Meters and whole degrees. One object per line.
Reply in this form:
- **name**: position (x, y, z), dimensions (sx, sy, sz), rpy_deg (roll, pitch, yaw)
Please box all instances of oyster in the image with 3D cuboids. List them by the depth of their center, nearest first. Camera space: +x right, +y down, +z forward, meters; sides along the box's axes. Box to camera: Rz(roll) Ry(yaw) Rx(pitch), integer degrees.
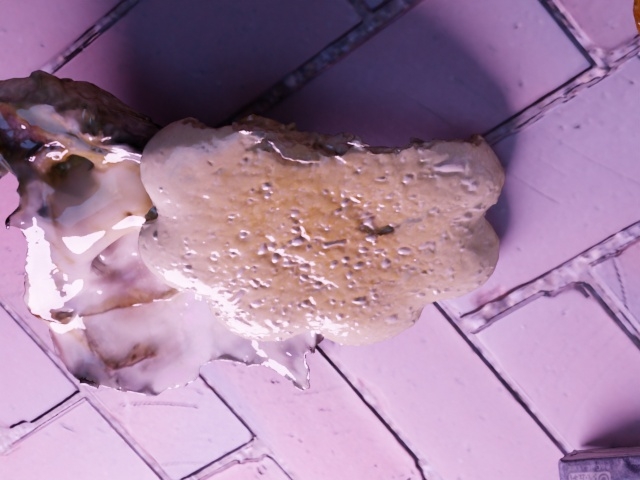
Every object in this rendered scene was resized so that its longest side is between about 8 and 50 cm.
- **oyster**: position (-0.126, 0.009, 1.350), dimensions (0.275, 0.100, 0.271), rpy_deg (9, 123, -9)

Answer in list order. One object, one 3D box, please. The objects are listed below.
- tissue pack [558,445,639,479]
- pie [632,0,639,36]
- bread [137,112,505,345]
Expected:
- **tissue pack**: position (0.236, 0.225, 1.324), dimensions (0.112, 0.051, 0.156), rpy_deg (-7, 93, 28)
- **pie**: position (0.231, -0.159, 1.113), dimensions (0.088, 0.033, 0.191), rpy_deg (28, 132, 26)
- **bread**: position (0.000, 0.000, 1.268), dimensions (0.251, 0.039, 0.181), rpy_deg (4, 121, -4)
